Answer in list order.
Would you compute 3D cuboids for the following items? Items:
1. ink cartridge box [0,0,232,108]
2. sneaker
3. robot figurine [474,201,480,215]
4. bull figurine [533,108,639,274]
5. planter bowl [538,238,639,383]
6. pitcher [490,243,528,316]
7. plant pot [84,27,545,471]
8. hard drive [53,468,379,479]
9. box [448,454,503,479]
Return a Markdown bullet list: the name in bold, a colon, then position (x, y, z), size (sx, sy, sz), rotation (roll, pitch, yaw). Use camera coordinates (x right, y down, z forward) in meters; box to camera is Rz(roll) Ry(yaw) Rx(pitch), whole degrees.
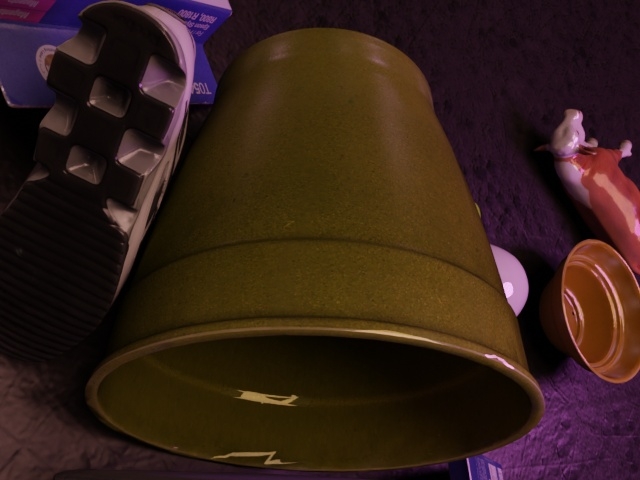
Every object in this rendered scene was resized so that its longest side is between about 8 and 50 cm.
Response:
- **ink cartridge box**: position (-0.212, -0.294, 0.642), size (0.324, 0.071, 0.330), rotation (-28, 96, -64)
- **sneaker**: position (-0.187, -0.042, 0.576), size (0.122, 0.330, 0.146), rotation (32, 19, -7)
- **robot figurine**: position (0.174, -0.039, 0.936), size (0.115, 0.067, 0.101), rotation (26, 68, -28)
- **bull figurine**: position (0.491, -0.092, 1.161), size (0.188, 0.101, 0.310), rotation (-35, 97, -39)
- **planter bowl**: position (0.404, 0.113, 1.044), size (0.217, 0.090, 0.217), rotation (11, 70, -34)
- **pitcher**: position (0.151, 0.049, 0.870), size (0.207, 0.125, 0.177), rotation (-11, 71, -26)
- **plant pot**: position (0.000, 0.000, 0.648), size (0.367, 0.366, 0.352), rotation (22, 54, -30)
- **hard drive**: position (-0.043, 0.206, 0.523), size (0.233, 0.353, 0.047), rotation (15, 68, -32)
- **box**: position (0.186, 0.318, 0.778), size (0.225, 0.037, 0.136), rotation (46, 36, -58)
